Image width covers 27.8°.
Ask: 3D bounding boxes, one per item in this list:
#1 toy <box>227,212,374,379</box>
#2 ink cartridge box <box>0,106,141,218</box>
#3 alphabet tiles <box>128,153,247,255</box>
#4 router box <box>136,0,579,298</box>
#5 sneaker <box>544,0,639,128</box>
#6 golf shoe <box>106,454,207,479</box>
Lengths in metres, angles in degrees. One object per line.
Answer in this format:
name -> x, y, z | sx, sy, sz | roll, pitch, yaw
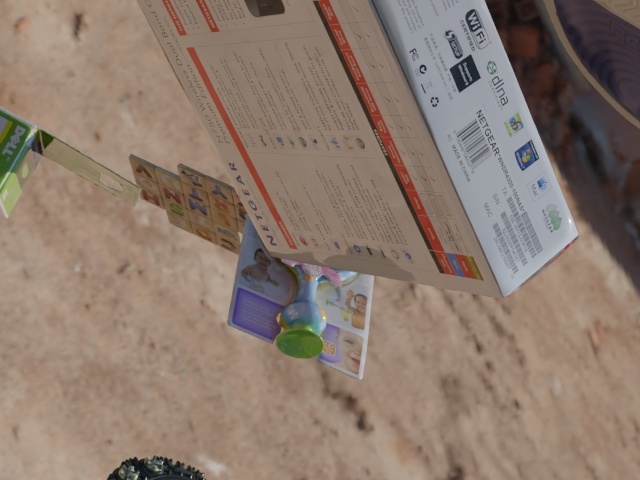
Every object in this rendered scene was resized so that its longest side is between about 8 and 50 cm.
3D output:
toy -> 0.000, 0.000, 1.195 | 0.137, 0.056, 0.237 | 24, 50, -18
ink cartridge box -> -0.340, -0.073, 1.469 | 0.255, 0.097, 0.189 | 29, -10, -7
alphabet tiles -> -0.143, -0.037, 1.709 | 0.009, 0.237, 0.198 | -61, 167, -22
router box -> -0.001, -0.132, 0.926 | 0.082, 0.301, 0.335 | -37, 114, -25
sneaker -> 0.166, -0.207, 0.653 | 0.315, 0.182, 0.127 | 50, -14, 8
golf shoe -> -0.223, 0.320, 1.427 | 0.105, 0.120, 0.273 | 40, 29, 28
